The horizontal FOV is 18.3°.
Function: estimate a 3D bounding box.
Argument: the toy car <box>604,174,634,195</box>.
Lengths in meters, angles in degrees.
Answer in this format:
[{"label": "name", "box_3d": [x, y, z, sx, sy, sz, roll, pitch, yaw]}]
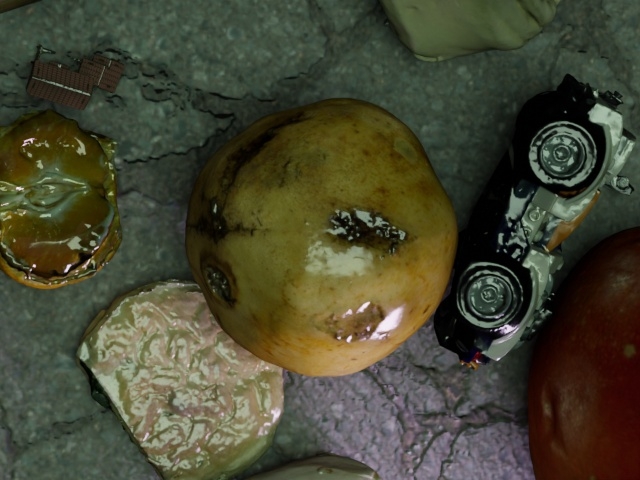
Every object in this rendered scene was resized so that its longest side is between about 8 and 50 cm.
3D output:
[{"label": "toy car", "box_3d": [0.280, -0.072, 2.020, 0.093, 0.041, 0.025, 38, 89, -13]}]

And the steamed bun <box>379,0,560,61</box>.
[{"label": "steamed bun", "box_3d": [0.168, -0.330, 1.884, 0.275, 0.206, 0.320, -6, 101, -14]}]

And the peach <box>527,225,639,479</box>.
[{"label": "peach", "box_3d": [0.377, 0.189, 1.939, 0.335, 0.310, 0.405, -2, 101, -10]}]

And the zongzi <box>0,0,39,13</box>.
[{"label": "zongzi", "box_3d": [-0.331, -0.208, 1.819, 0.260, 0.123, 0.289, 14, 92, -12]}]

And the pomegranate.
[{"label": "pomegranate", "box_3d": [0.000, 0.000, 1.864, 0.260, 0.260, 0.260, -1, 97, -13]}]

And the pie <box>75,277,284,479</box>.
[{"label": "pie", "box_3d": [-0.124, 0.135, 1.945, 0.185, 0.052, 0.218, -33, 100, -6]}]

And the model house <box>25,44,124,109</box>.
[{"label": "model house", "box_3d": [-0.233, -0.154, 1.883, 0.083, 0.058, 0.057, 18, 92, -14]}]

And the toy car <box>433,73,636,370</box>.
[{"label": "toy car", "box_3d": [0.201, -0.017, 1.921, 0.118, 0.193, 0.301, 23, 101, -3]}]

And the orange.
[{"label": "orange", "box_3d": [-0.259, -0.035, 1.864, 0.160, 0.112, 0.170, 47, 52, -8]}]

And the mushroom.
[{"label": "mushroom", "box_3d": [-0.069, 0.274, 1.957, 0.278, 0.096, 0.099, -13, 69, -12]}]
